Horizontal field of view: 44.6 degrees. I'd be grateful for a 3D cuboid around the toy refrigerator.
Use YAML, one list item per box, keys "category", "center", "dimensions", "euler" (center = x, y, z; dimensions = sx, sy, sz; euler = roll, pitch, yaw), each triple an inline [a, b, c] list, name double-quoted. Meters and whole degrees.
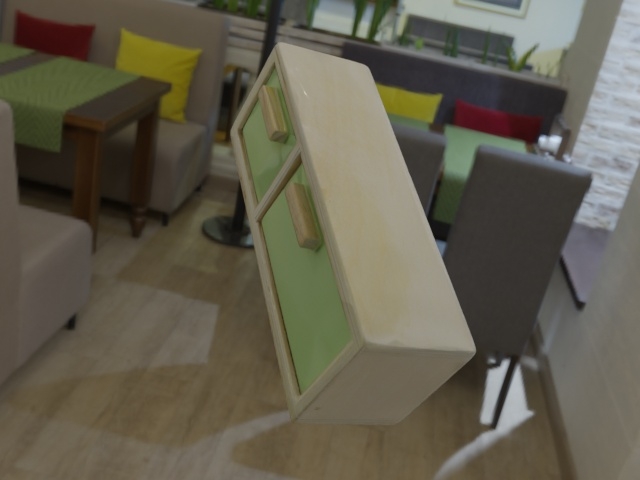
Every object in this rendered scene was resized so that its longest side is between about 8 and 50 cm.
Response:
- category: "toy refrigerator"
  center: [0.006, -0.012, 0.565]
  dimensions: [0.094, 0.102, 0.270]
  euler: [8, 49, -29]
